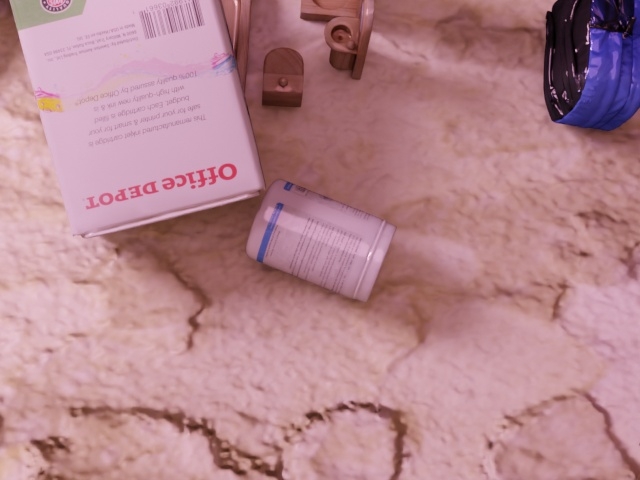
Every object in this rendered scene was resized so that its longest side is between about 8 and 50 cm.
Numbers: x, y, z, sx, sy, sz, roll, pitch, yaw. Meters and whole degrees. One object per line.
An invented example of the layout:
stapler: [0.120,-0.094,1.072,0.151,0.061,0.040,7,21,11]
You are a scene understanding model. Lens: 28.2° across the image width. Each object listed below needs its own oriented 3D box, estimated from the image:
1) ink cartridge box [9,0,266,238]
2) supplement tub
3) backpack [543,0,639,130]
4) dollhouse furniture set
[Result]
ink cartridge box: [-0.141,-0.122,1.001,0.154,0.093,0.212,-14,94,0]
supplement tub: [0.000,0.000,1.026,0.107,0.071,0.071,23,74,3]
backpack: [0.244,-0.154,1.073,0.101,0.098,0.120,11,73,-5]
dollhouse furniture set: [-0.032,-0.194,1.051,0.151,0.123,0.144,4,74,-3]
